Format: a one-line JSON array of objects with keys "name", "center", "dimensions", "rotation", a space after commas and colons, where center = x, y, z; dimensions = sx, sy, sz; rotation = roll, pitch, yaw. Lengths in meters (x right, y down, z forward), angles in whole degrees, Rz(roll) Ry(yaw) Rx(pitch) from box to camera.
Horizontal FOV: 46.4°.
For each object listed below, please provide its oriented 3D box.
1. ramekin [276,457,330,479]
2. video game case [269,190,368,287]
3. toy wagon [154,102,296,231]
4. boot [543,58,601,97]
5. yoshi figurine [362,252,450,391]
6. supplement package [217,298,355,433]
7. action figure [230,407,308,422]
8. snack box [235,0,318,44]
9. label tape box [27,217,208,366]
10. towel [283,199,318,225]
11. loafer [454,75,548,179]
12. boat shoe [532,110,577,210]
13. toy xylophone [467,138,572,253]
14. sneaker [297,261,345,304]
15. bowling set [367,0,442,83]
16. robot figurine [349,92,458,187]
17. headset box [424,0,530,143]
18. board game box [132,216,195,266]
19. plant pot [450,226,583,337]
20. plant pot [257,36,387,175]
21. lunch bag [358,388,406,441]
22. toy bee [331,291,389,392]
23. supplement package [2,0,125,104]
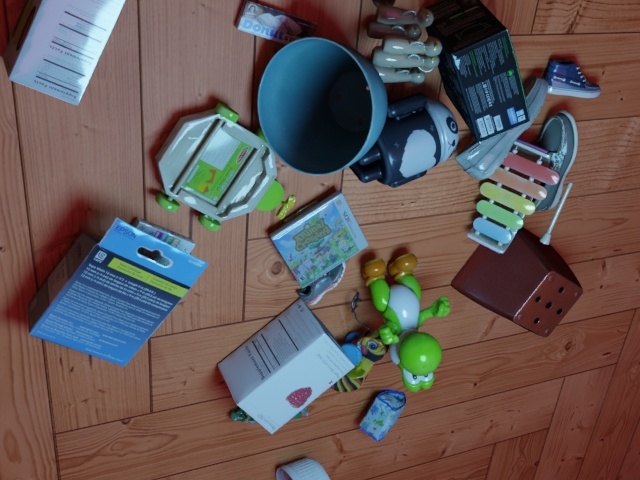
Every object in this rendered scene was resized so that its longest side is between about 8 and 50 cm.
[{"name": "ramekin", "center": [-0.039, 0.767, 2.283], "dimensions": [0.109, 0.207, 0.207], "rotation": [-21, 126, -26]}, {"name": "video game case", "center": [0.000, 0.000, 1.914], "dimensions": [0.212, 0.023, 0.193], "rotation": [-33, 127, -4]}, {"name": "toy wagon", "center": [-0.208, -0.150, 1.727], "dimensions": [0.344, 0.068, 0.267], "rotation": [28, 104, -37]}, {"name": "boot", "center": [0.687, -0.437, 2.008], "dimensions": [0.190, 0.069, 0.086], "rotation": [-2, 122, -24]}, {"name": "yoshi figurine", "center": [0.236, 0.213, 1.977], "dimensions": [0.204, 0.362, 0.203], "rotation": [-22, 163, 22]}, {"name": "supplement package", "center": [-0.093, 0.338, 2.009], "dimensions": [0.293, 0.175, 0.177], "rotation": [-39, 129, -1]}, {"name": "action figure", "center": [-0.147, 0.489, 2.149], "dimensions": [0.232, 0.063, 0.137], "rotation": [-4, 123, -21]}, {"name": "snack box", "center": [-0.093, -0.467, 1.622], "dimensions": [0.178, 0.022, 0.064], "rotation": [9, 115, -31]}, {"name": "label tape box", "center": [-0.461, 0.103, 1.696], "dimensions": [0.249, 0.115, 0.347], "rotation": [29, 108, -36]}, {"name": "towel", "center": [-0.025, -0.025, 1.920], "dimensions": [0.110, 0.027, 0.148], "rotation": [-33, 128, -4]}, {"name": "loafer", "center": [0.476, -0.308, 1.954], "dimensions": [0.111, 0.112, 0.319], "rotation": [37, 86, -8]}, {"name": "boat shoe", "center": [0.635, -0.214, 2.092], "dimensions": [0.091, 0.109, 0.305], "rotation": [-14, 128, -25]}, {"name": "toy xylophone", "center": [0.550, -0.116, 2.058], "dimensions": [0.081, 0.236, 0.322], "rotation": [-26, 133, -62]}, {"name": "sneaker", "center": [0.001, 0.103, 1.992], "dimensions": [0.065, 0.061, 0.158], "rotation": [37, 97, -31]}, {"name": "bowling set", "center": [0.192, -0.470, 1.659], "dimensions": [0.154, 0.287, 0.199], "rotation": [3, 90, -9]}, {"name": "robot figurine", "center": [0.201, -0.238, 1.812], "dimensions": [0.278, 0.209, 0.173], "rotation": [-22, 86, -14]}, {"name": "headset box", "center": [0.352, -0.410, 1.730], "dimensions": [0.131, 0.283, 0.246], "rotation": [-23, 127, 6]}, {"name": "board game box", "center": [-0.388, 0.019, 1.761], "dimensions": [0.154, 0.026, 0.103], "rotation": [25, 105, -35]}, {"name": "plant pot", "center": [0.602, 0.131, 2.202], "dimensions": [0.267, 0.236, 0.267], "rotation": [26, 105, -36]}, {"name": "plant pot", "center": [0.033, -0.301, 1.657], "dimensions": [0.195, 0.290, 0.290], "rotation": [-22, 134, -56]}, {"name": "lunch bag", "center": [0.203, 0.540, 2.336], "dimensions": [0.151, 0.096, 0.128], "rotation": [0, 123, -61]}, {"name": "toy bee", "center": [0.130, 0.320, 2.103], "dimensions": [0.298, 0.162, 0.195], "rotation": [97, 18, -44]}, {"name": "supplement package", "center": [-0.477, -0.402, 1.391], "dimensions": [0.134, 0.139, 0.244], "rotation": [19, 108, -36]}]
